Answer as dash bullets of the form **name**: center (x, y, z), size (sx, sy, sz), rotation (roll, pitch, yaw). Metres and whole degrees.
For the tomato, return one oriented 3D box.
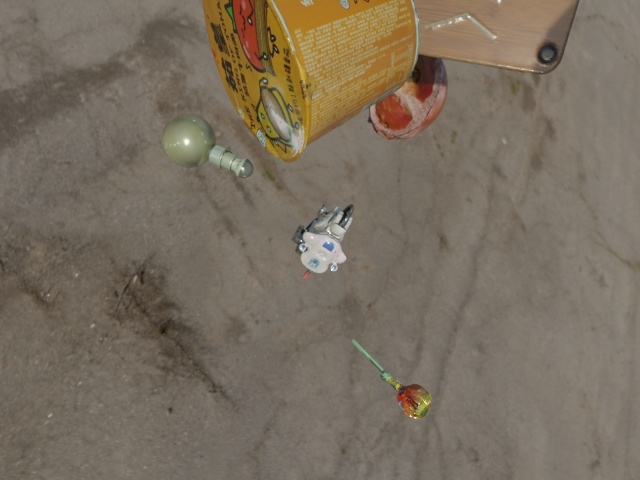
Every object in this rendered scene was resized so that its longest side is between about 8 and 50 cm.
- **tomato**: center (0.225, -0.335, 1.180), size (0.112, 0.228, 0.199), rotation (5, 49, -40)

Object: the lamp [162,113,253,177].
- **lamp**: center (-0.188, -0.151, 0.858), size (0.163, 0.091, 0.091), rotation (28, 50, 4)

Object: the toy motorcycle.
- **toy motorcycle**: center (0.000, 0.000, 1.055), size (0.102, 0.221, 0.150), rotation (33, 73, -12)

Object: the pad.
- **pad**: center (0.216, -0.392, 0.681), size (0.286, 0.284, 0.018), rotation (13, 15, 8)

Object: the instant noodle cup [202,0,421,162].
- **instant noodle cup**: center (-0.008, -0.218, 0.555), size (0.172, 0.216, 0.216), rotation (-28, 87, -21)

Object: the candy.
- **candy**: center (0.129, 0.256, 0.956), size (0.060, 0.061, 0.201), rotation (-19, 49, -42)
